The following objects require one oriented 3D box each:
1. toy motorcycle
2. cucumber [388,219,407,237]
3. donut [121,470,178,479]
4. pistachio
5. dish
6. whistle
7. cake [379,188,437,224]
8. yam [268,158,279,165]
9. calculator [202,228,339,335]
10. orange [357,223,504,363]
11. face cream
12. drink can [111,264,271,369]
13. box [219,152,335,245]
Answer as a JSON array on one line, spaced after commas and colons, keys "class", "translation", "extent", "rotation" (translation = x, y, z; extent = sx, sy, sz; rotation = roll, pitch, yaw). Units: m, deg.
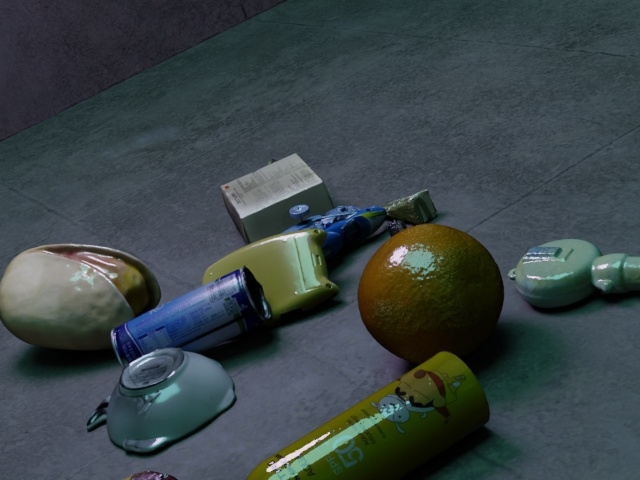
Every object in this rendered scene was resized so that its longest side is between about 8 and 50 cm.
[{"class": "toy motorcycle", "translation": [0.000, 0.000, 2.070], "extent": [0.254, 0.092, 0.135], "rotation": [-31, 30, -35]}, {"class": "cucumber", "translation": [0.135, 0.003, 2.021], "extent": [0.033, 0.034, 0.135], "rotation": [-7, 27, -5]}, {"class": "donut", "translation": [-0.228, 0.345, 1.537], "extent": [0.140, 0.059, 0.140], "rotation": [-18, 22, 8]}, {"class": "pistachio", "translation": [-0.417, 0.093, 2.096], "extent": [0.299, 0.187, 0.187], "rotation": [-3, 29, 28]}, {"class": "dish", "translation": [-0.245, 0.218, 1.810], "extent": [0.246, 0.078, 0.224], "rotation": [-9, 27, 27]}, {"class": "whistle", "translation": [0.371, 0.042, 1.690], "extent": [0.258, 0.067, 0.126], "rotation": [1, 33, 37]}, {"class": "cake", "translation": [0.146, -0.050, 2.137], "extent": [0.051, 0.055, 0.140], "rotation": [-35, 9, -26]}, {"class": "yam", "translation": [-0.060, -0.142, 2.518], "extent": [0.027, 0.033, 0.129], "rotation": [-4, 13, -39]}, {"class": "calculator", "translation": [-0.091, 0.068, 1.974], "extent": [0.236, 0.033, 0.157], "rotation": [-22, 59, 13]}, {"class": "orange", "translation": [0.145, 0.072, 1.659], "extent": [0.206, 0.206, 0.206], "rotation": [-18, 23, 8]}, {"class": "face cream", "translation": [0.032, 0.258, 1.450], "extent": [0.348, 0.105, 0.105], "rotation": [-29, 24, -18]}, {"class": "drink can", "translation": [-0.199, 0.129, 1.910], "extent": [0.235, 0.097, 0.097], "rotation": [-26, 22, 9]}, {"class": "box", "translation": [-0.080, -0.066, 2.273], "extent": [0.168, 0.095, 0.212], "rotation": [-22, 22, -7]}]
